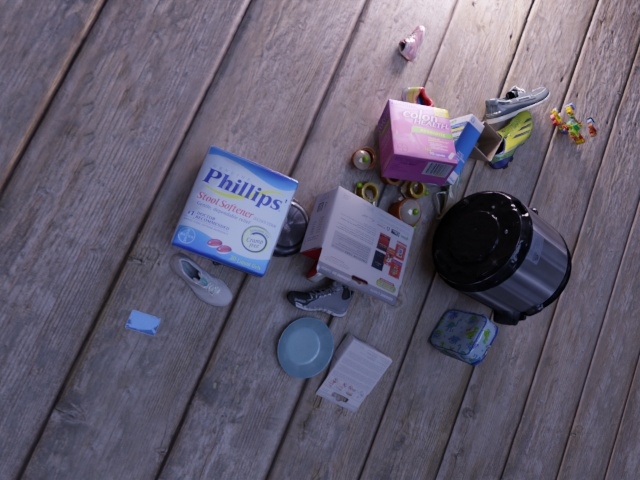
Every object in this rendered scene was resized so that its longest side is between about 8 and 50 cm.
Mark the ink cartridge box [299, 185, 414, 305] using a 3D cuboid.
[{"bbox_3d":[0.109,0.029,1.434,0.310,0.130,0.271,27,68,-26],"label":"ink cartridge box"}]

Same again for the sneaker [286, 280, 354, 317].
[{"bbox_3d":[0.010,0.158,1.484,0.229,0.086,0.132,17,110,-34],"label":"sneaker"}]

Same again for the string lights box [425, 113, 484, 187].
[{"bbox_3d":[0.465,-0.317,1.684,0.077,0.133,0.259,36,76,-23],"label":"string lights box"}]

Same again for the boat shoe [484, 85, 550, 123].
[{"bbox_3d":[0.772,-0.554,1.838,0.320,0.116,0.098,-27,106,-18],"label":"boat shoe"}]

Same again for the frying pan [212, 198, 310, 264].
[{"bbox_3d":[-0.171,-0.039,1.437,0.327,0.053,0.197,-6,92,-28],"label":"frying pan"}]

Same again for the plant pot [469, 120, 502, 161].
[{"bbox_3d":[0.593,-0.364,1.765,0.109,0.096,0.108,37,76,-21],"label":"plant pot"}]

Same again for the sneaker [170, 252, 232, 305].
[{"bbox_3d":[-0.333,0.119,1.332,0.212,0.094,0.080,42,72,-21],"label":"sneaker"}]

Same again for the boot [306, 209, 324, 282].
[{"bbox_3d":[0.000,0.000,1.498,0.176,0.088,0.244,48,64,-18],"label":"boot"}]

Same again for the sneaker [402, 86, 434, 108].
[{"bbox_3d":[0.365,-0.446,1.656,0.081,0.094,0.208,-40,108,-21],"label":"sneaker"}]

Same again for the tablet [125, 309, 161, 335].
[{"bbox_3d":[-0.492,0.229,1.307,0.083,0.006,0.054,24,81,-23],"label":"tablet"}]

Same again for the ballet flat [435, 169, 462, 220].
[{"bbox_3d":[0.464,-0.186,1.723,0.086,0.086,0.248,7,89,-26],"label":"ballet flat"}]

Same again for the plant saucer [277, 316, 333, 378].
[{"bbox_3d":[-0.052,0.340,1.503,0.195,0.037,0.194,-1,91,-26],"label":"plant saucer"}]

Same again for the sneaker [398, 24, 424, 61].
[{"bbox_3d":[0.318,-0.705,1.650,0.070,0.051,0.134,20,87,-30],"label":"sneaker"}]

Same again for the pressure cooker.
[{"bbox_3d":[0.643,0.067,1.633,0.421,0.375,0.369,25,117,-34],"label":"pressure cooker"}]

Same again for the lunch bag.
[{"bbox_3d":[0.510,0.336,1.672,0.090,0.219,0.176,40,74,-22],"label":"lunch bag"}]

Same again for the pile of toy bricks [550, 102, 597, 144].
[{"bbox_3d":[1.064,-0.469,1.970,0.212,0.118,0.105,39,55,-20],"label":"pile of toy bricks"}]

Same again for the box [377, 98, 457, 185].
[{"bbox_3d":[0.312,-0.321,1.540,0.214,0.117,0.242,8,57,-11],"label":"box"}]

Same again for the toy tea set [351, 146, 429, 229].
[{"bbox_3d":[0.237,-0.181,1.582,0.336,0.124,0.199,26,80,-24],"label":"toy tea set"}]

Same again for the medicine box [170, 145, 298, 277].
[{"bbox_3d":[-0.240,-0.074,1.318,0.264,0.149,0.288,21,83,-13],"label":"medicine box"}]

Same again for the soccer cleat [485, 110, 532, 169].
[{"bbox_3d":[0.735,-0.409,1.830,0.121,0.094,0.289,41,76,-33],"label":"soccer cleat"}]

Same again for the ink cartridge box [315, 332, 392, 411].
[{"bbox_3d":[0.108,0.448,1.588,0.181,0.056,0.224,33,96,-23],"label":"ink cartridge box"}]
